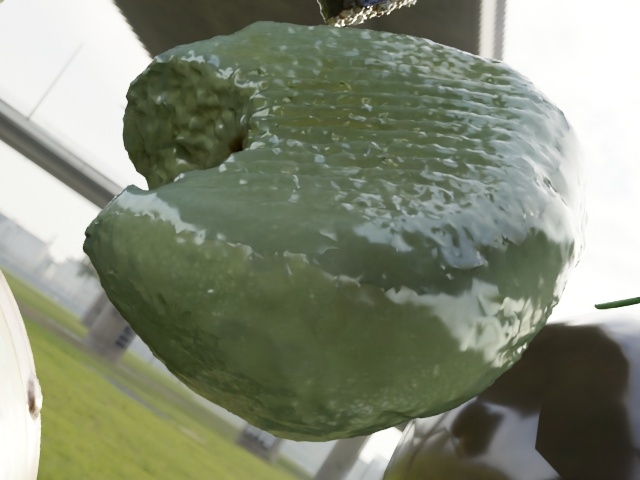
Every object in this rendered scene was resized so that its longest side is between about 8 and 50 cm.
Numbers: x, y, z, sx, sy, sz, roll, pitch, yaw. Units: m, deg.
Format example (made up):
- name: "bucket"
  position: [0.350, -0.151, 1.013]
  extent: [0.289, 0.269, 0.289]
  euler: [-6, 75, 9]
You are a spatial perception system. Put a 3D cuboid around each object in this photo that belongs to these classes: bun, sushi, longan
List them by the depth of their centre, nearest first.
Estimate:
- name: "bun"
  position: [0.000, 0.000, 0.452]
  extent: [0.204, 0.212, 0.126]
  euler: [16, -56, 23]
- name: "longan"
  position: [0.205, 0.243, 0.769]
  extent: [0.336, 0.404, 0.404]
  euler: [-9, -31, 25]
- name: "sushi"
  position: [0.064, -0.297, 1.301]
  extent: [0.090, 0.150, 0.078]
  euler: [-10, -77, 67]

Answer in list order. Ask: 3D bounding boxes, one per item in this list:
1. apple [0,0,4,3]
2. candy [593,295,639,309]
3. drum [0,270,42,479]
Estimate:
- name: "apple"
  position: [-0.469, -0.423, 1.309]
  extent: [0.357, 0.357, 0.357]
  euler: [32, -10, 6]
- name: "candy"
  position: [0.186, 0.025, 0.567]
  extent: [0.035, 0.035, 0.123]
  euler: [20, -24, -30]
- name: "drum"
  position: [-0.357, 0.112, 0.543]
  extent: [0.431, 0.431, 0.214]
  euler: [34, 1, -4]
